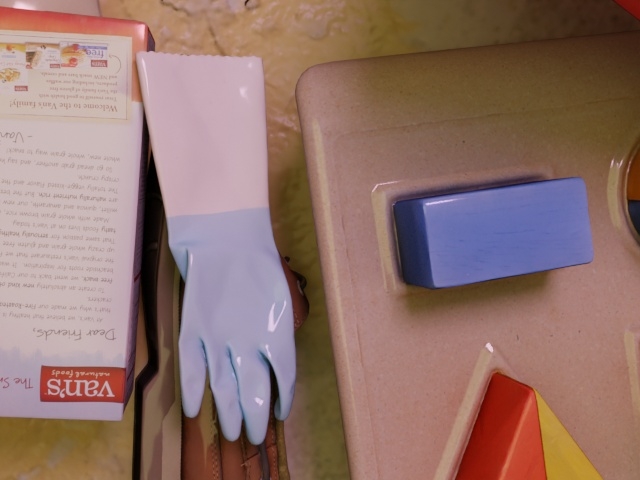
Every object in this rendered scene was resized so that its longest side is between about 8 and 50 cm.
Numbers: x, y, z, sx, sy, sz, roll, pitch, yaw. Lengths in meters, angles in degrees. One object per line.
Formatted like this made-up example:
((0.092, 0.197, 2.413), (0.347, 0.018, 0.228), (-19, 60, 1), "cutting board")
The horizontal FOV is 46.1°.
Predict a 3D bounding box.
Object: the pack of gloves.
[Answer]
((0.000, 0.000, 0.456), (0.195, 0.046, 0.232), (-7, 90, -39), "pack of gloves")

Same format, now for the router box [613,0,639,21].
((0.206, -0.251, 0.347), (0.301, 0.082, 0.336), (19, 74, -34), "router box")

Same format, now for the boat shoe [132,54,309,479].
((-0.065, 0.037, 0.502), (0.104, 0.110, 0.307), (3, 95, -17), "boat shoe")

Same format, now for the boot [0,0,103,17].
((-0.266, -0.125, 0.511), (0.261, 0.095, 0.204), (-12, 91, 0), "boot")

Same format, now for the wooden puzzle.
((0.167, 0.045, 0.437), (0.322, 0.080, 0.348), (-9, 89, -12), "wooden puzzle")

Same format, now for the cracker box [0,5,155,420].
((-0.185, -0.016, 0.446), (0.155, 0.067, 0.232), (5, 94, -9), "cracker box")
